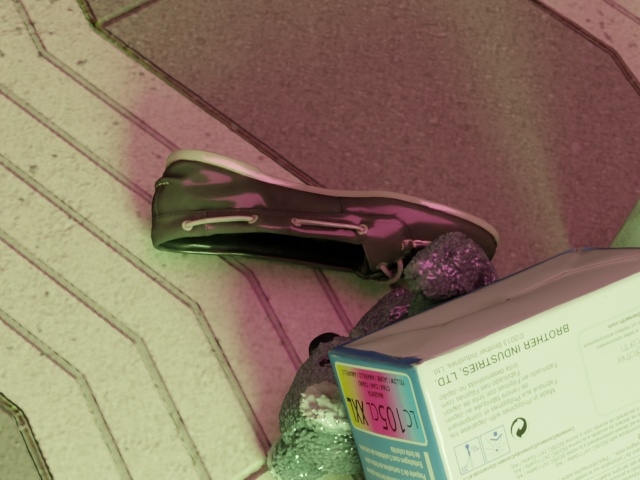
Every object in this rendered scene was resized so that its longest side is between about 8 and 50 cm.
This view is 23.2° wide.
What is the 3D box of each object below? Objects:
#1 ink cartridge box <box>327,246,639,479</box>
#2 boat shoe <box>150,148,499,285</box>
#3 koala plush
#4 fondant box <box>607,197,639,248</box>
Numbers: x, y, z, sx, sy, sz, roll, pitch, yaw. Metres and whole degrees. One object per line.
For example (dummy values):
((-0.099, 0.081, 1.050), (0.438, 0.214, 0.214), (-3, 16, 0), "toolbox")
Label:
((0.198, 0.231, 1.258), (0.270, 0.151, 0.395), (-20, 99, -24), "ink cartridge box")
((0.000, 0.000, 1.496), (0.335, 0.112, 0.095), (13, 68, 2), "boat shoe")
((0.060, 0.137, 1.366), (0.221, 0.196, 0.203), (-21, 74, -28), "koala plush")
((0.384, 0.107, 1.421), (0.096, 0.238, 0.330), (-13, 61, -21), "fondant box")
